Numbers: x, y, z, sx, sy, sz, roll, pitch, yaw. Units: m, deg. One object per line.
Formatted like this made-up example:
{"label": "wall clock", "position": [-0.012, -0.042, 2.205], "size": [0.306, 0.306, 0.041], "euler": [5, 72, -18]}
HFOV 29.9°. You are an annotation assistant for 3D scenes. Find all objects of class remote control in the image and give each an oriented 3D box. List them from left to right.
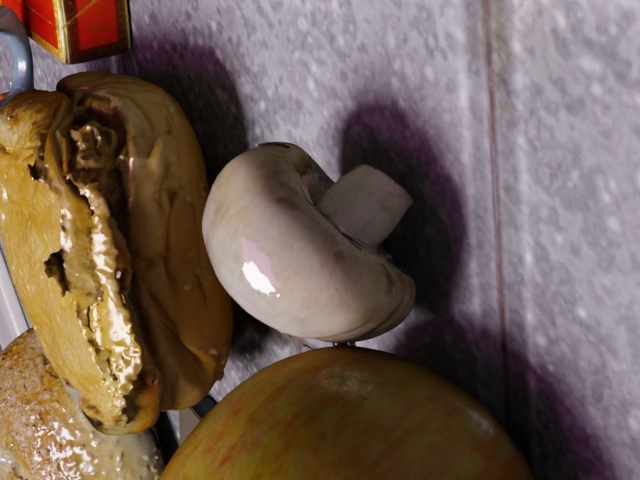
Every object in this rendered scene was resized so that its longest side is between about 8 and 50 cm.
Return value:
{"label": "remote control", "position": [-0.403, 0.039, 1.537], "size": [0.103, 0.056, 0.277], "euler": [-24, 85, 61]}

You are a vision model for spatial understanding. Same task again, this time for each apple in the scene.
{"label": "apple", "position": [0.007, 0.204, 0.737], "size": [0.264, 0.264, 0.264], "euler": [37, 138, 44]}

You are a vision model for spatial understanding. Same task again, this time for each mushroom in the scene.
{"label": "mushroom", "position": [0.000, 0.000, 0.751], "size": [0.154, 0.122, 0.154], "euler": [48, -172, -8]}

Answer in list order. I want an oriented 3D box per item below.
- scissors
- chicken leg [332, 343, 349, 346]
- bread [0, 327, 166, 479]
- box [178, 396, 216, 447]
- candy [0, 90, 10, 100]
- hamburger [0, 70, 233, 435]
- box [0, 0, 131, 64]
{"label": "scissors", "position": [-0.276, -0.063, 1.126], "size": [0.029, 0.191, 0.360], "euler": [11, 157, 17]}
{"label": "chicken leg", "position": [0.012, 0.050, 0.867], "size": [0.036, 0.021, 0.083], "euler": [40, 141, 28]}
{"label": "bread", "position": [-0.282, 0.232, 1.340], "size": [0.305, 0.159, 0.305], "euler": [37, 136, 46]}
{"label": "box", "position": [-0.092, 0.211, 1.133], "size": [0.126, 0.031, 0.091], "euler": [41, 140, 42]}
{"label": "candy", "position": [-0.309, -0.105, 1.301], "size": [0.122, 0.038, 0.062], "euler": [52, 146, 30]}
{"label": "hamburger", "position": [-0.169, 0.010, 0.987], "size": [0.318, 0.158, 0.318], "euler": [164, 90, -72]}
{"label": "box", "position": [-0.233, -0.289, 1.030], "size": [0.153, 0.074, 0.239], "euler": [33, 133, 42]}
